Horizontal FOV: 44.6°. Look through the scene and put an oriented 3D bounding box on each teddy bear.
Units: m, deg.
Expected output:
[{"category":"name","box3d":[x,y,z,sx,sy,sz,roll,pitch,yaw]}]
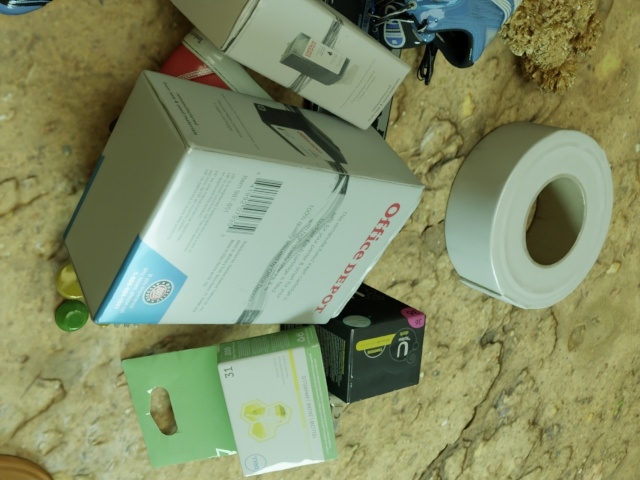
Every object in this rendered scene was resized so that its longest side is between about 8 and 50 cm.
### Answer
[{"category":"teddy bear","box3d":[0.321,-0.364,1.103,0.245,0.113,0.338,-36,123,-24]}]

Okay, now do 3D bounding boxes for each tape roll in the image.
[{"category":"tape roll","box3d":[0.329,-0.039,1.221,0.286,0.100,0.286,-13,112,-33]}]

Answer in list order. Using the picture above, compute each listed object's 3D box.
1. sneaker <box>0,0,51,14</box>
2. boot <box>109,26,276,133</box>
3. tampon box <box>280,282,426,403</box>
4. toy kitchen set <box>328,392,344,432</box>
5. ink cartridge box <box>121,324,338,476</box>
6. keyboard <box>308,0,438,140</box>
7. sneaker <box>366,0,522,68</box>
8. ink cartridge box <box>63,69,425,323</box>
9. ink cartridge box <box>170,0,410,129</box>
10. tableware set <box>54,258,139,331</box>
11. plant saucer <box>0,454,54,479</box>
[{"category":"sneaker","box3d":[-0.220,-0.295,0.723,0.232,0.090,0.081,-42,112,-8]},{"category":"boot","box3d":[-0.118,-0.102,0.895,0.176,0.088,0.244,-48,134,3]},{"category":"tampon box","box3d":[0.038,0.124,1.021,0.120,0.161,0.101,-8,110,-35]},{"category":"toy kitchen set","box3d":[0.001,0.236,1.089,0.083,0.068,0.075,6,101,-37]},{"category":"ink cartridge box","box3d":[-0.107,0.204,0.943,0.235,0.056,0.171,-11,114,-4]},{"category":"keyboard","box3d":[0.085,-0.282,1.008,0.201,0.033,0.317,2,104,-31]},{"category":"sneaker","box3d":[0.104,-0.306,0.915,0.330,0.129,0.147,25,90,-35]},{"category":"ink cartridge box","box3d":[-0.077,-0.028,0.830,0.307,0.129,0.223,6,129,-42]},{"category":"ink cartridge box","box3d":[-0.033,-0.222,0.830,0.218,0.158,0.092,22,110,-45]},{"category":"tableware set","box3d":[-0.245,0.028,0.874,0.104,0.024,0.154,0,106,-33]},{"category":"plant saucer","box3d":[-0.379,0.337,0.865,0.200,0.037,0.200,-12,112,-33]}]
